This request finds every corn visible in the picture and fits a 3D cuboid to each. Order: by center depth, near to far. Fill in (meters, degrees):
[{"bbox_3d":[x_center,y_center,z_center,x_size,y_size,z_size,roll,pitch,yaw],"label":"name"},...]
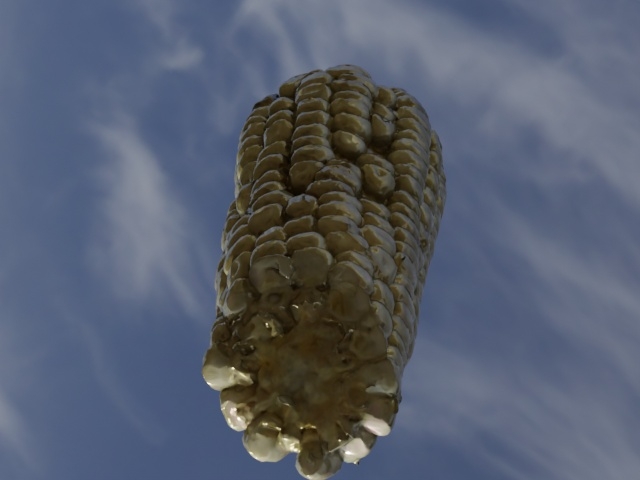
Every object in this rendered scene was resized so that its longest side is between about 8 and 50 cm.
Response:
[{"bbox_3d":[0.000,0.000,0.669,0.087,0.087,0.211,-34,-164,20],"label":"corn"}]
